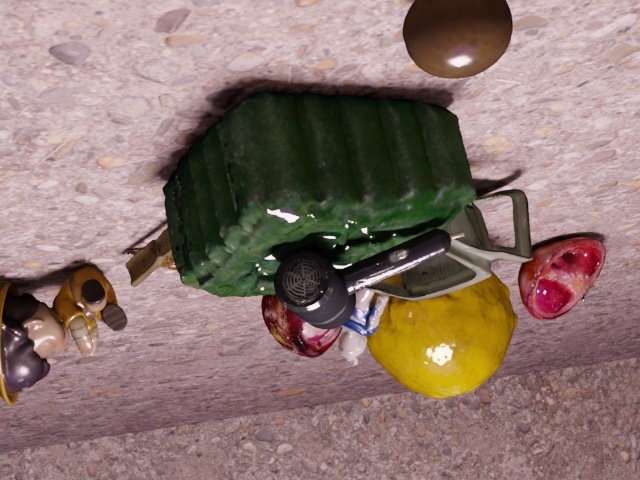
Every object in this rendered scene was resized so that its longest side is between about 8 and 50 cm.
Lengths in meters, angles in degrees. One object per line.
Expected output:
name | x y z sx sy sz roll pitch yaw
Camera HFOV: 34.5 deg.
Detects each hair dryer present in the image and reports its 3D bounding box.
hair dryer | 0.062 0.031 1.175 0.219 0.071 0.124 -22 161 6

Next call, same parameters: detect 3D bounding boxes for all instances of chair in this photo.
chair | 0.173 -0.016 1.474 0.203 0.190 0.275 -21 153 34

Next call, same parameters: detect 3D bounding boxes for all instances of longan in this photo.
longan | 0.128 -0.198 0.969 0.113 0.092 0.113 -21 -178 1

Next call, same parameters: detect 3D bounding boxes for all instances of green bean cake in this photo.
green bean cake | -0.006 -0.047 1.249 0.308 0.169 0.300 -3 161 -28

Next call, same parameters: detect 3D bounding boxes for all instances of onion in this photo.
onion | -0.021 0.103 1.812 0.135 0.198 0.173 16 135 34

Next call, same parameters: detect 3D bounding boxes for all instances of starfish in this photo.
starfish | -0.231 0.028 1.570 0.130 0.041 0.133 -5 162 -13

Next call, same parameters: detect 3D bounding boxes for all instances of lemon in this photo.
lemon | 0.213 0.148 1.830 0.286 0.285 0.316 -14 129 12

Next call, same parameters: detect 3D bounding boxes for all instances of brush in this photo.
brush | -0.213 0.006 1.478 0.036 0.043 0.248 6 152 -35

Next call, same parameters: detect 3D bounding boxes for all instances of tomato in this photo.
tomato | 0.448 0.055 1.982 0.173 0.099 0.189 29 100 -43

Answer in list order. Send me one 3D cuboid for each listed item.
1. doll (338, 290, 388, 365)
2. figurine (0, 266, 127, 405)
doll | 0.059 0.110 1.724 0.114 0.227 0.057 22 -151 26
figurine | -0.438 0.134 1.599 0.257 0.167 0.192 -32 162 -10
